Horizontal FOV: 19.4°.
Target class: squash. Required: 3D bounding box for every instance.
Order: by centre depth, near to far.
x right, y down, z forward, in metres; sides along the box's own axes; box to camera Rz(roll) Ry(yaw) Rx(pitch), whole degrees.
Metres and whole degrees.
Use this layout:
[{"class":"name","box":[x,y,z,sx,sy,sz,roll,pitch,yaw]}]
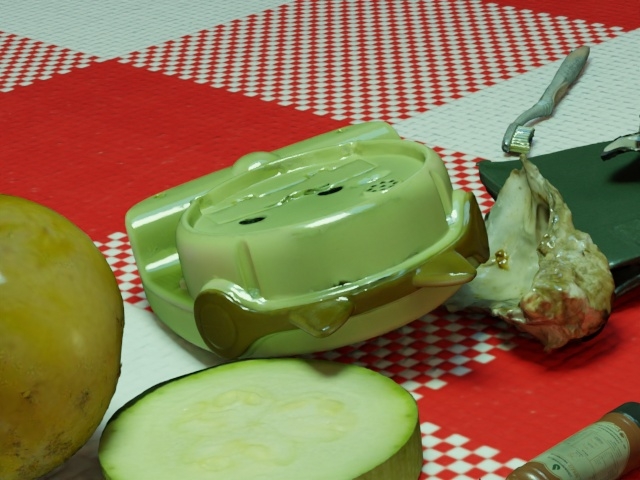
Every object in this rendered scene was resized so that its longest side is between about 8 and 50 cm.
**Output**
[{"class":"squash","box":[-0.050,0.162,1.454,0.252,0.048,0.252,-5,22,2]}]

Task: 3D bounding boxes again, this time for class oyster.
[{"class":"oyster","box":[0.190,0.027,1.666,0.107,0.161,0.233,22,14,-19]}]

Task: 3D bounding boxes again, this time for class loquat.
[{"class":"loquat","box":[-0.263,0.080,1.443,0.235,0.235,0.235,-3,22,1]}]

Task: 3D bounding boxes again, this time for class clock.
[{"class":"clock","box":[0.000,0.000,1.657,0.286,0.117,0.348,-21,18,-16]}]

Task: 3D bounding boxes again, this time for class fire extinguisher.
[{"class":"fire extinguisher","box":[0.179,0.171,1.383,0.177,0.050,0.062,-22,48,-39]}]

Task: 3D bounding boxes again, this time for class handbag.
[{"class":"handbag","box":[0.308,-0.026,1.806,0.248,0.079,0.260,-13,25,-21]}]

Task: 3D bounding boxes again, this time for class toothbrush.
[{"class":"toothbrush","box":[0.274,-0.173,2.232,0.037,0.028,0.375,10,26,17]}]

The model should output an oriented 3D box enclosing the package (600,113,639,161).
[{"class":"package","box":[0.394,-0.091,1.802,0.232,0.040,0.166,16,31,33]}]
